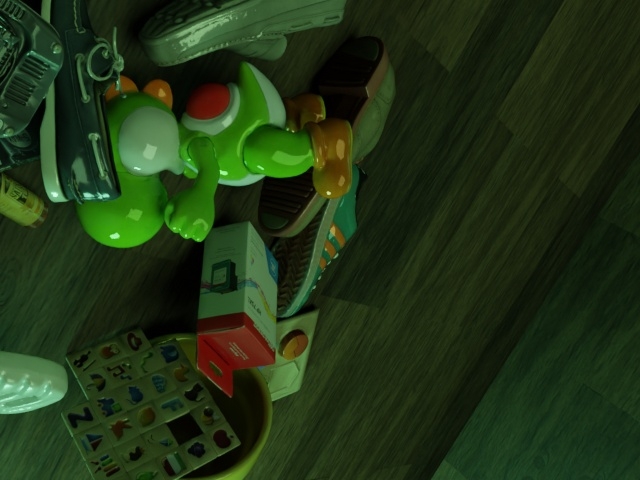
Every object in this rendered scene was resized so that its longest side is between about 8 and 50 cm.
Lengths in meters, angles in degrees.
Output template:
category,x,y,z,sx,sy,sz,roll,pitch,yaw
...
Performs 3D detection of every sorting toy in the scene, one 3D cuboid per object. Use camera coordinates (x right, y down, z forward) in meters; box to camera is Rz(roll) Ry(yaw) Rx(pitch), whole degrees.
category,x,y,z,sx,sy,sz,roll,pitch,yaw
sorting toy,-0.104,0.288,1.390,0.229,0.041,0.307,-17,131,-41

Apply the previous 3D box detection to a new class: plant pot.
category,x,y,z,sx,sy,sz,roll,pitch,yaw
plant pot,-0.223,0.317,1.114,0.254,0.254,0.239,-24,150,-37

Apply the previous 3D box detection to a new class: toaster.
category,x,y,z,sx,sy,sz,roll,pitch,yaw
toaster,-0.351,-0.189,0.602,0.227,0.146,0.129,24,99,-55

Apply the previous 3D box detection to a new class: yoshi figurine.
category,x,y,z,sx,sy,sz,roll,pitch,yaw
yoshi figurine,-0.153,-0.084,0.875,0.362,0.203,0.203,-6,163,-20

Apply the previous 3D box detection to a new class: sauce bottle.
category,x,y,z,sx,sy,sz,roll,pitch,yaw
sauce bottle,-0.365,-0.057,0.789,0.042,0.042,0.128,-51,147,-6

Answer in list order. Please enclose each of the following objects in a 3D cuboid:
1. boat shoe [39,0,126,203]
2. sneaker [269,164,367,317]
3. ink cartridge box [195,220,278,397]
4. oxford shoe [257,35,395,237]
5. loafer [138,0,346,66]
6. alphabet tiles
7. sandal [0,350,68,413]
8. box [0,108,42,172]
category,x,y,z,sx,sy,sz,roll,pitch,yaw
boat shoe,-0.244,-0.166,0.723,0.079,0.095,0.254,-1,87,-6
sneaker,0.000,0.000,1.214,0.121,0.108,0.302,6,112,-47
ink cartridge box,-0.123,0.104,1.061,0.078,0.231,0.134,-11,145,14
oxford shoe,0.029,-0.138,1.067,0.348,0.123,0.130,-59,141,-13
loafer,-0.080,-0.276,0.884,0.319,0.112,0.111,-32,131,-30
alphabet tiles,-0.257,0.236,0.995,0.198,0.237,0.009,-20,150,-35
sandal,-0.465,0.107,0.747,0.169,0.102,0.416,-23,147,23
box,-0.336,-0.110,0.744,0.083,0.067,0.018,-20,177,-14
